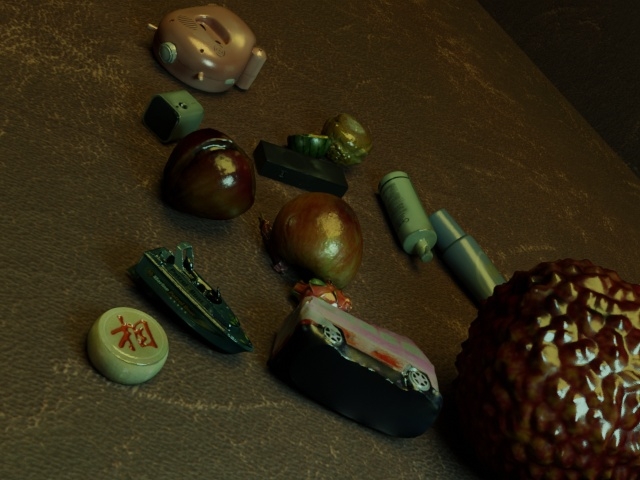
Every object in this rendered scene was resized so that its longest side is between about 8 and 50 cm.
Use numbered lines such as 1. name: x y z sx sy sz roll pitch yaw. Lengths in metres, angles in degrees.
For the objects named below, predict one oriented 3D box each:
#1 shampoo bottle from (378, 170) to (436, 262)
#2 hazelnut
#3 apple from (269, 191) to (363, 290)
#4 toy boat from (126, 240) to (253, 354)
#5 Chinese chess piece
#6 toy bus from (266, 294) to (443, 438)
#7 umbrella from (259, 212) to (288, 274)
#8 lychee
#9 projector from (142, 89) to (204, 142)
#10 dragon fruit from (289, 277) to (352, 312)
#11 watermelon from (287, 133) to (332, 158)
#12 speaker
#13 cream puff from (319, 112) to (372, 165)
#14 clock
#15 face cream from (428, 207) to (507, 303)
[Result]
1. shampoo bottle: 0.209 -0.049 1.992 0.085 0.085 0.262 16 38 -31
2. hazelnut: -0.213 -0.122 1.617 0.178 0.178 0.204 3 40 -43
3. apple: 0.000 0.000 1.663 0.195 0.160 0.173 37 40 -11
4. toy boat: -0.199 0.097 1.396 0.246 0.103 0.093 44 8 2
5. Chinese chess piece: -0.287 0.156 1.273 0.122 0.051 0.122 25 34 -19
6. toy bus: 0.066 0.217 1.469 0.302 0.127 0.147 27 30 -16
7. umbrella: -0.096 0.003 1.686 0.027 0.025 0.165 46 17 -50
8. lychee: 0.437 0.279 1.497 0.424 0.424 0.500 13 69 -34
9. projector: -0.303 -0.257 1.760 0.083 0.083 0.082 44 32 12
10. dragon fruit: -0.001 0.111 1.589 0.116 0.086 0.081 32 69 7
11. watermelon: -0.026 -0.217 1.986 0.105 0.105 0.062 -2 92 -46
12. speaker: -0.043 -0.159 1.925 0.218 0.044 0.082 17 37 -29
13. cream puff: 0.058 -0.239 2.073 0.126 0.103 0.144 30 32 -21
14. clock: -0.277 -0.458 1.998 0.227 0.142 0.241 47 37 15
15. face cream: 0.378 0.091 1.985 0.135 0.086 0.385 -15 63 -52
